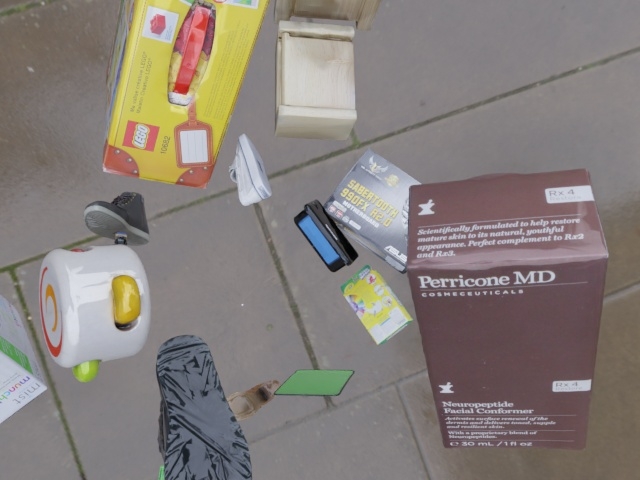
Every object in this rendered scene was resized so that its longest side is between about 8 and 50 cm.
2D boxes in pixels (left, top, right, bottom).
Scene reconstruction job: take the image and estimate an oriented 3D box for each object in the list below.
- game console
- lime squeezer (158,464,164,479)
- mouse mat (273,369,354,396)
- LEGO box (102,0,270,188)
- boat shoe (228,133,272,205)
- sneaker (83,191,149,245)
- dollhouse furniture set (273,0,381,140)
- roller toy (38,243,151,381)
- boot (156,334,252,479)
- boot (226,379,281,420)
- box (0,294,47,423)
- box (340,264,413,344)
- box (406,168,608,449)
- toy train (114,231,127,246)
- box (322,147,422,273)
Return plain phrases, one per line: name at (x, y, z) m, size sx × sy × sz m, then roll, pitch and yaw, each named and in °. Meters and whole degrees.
game console at (0.000, 0.000, 1.031) m, size 0.071 × 0.107 × 0.122 m, roll -37°, pitch 90°, yaw 17°
lime squeezer at (-0.457, 0.753, 1.610) m, size 0.059 × 0.110 × 0.310 m, roll 6°, pitch 66°, yaw 22°
mouse mat at (-0.011, 0.330, 1.424) m, size 0.153 × 0.190 × 0.007 m, roll -3°, pitch 94°, yaw 15°
LEGO box at (-0.242, -0.407, 1.079) m, size 0.193 × 0.500 × 0.372 m, roll 8°, pitch 39°, yaw -25°
boat shoe at (-0.194, -0.185, 1.569) m, size 0.084 × 0.258 × 0.095 m, roll -28°, pitch 128°, yaw 7°
sneaker at (-0.472, -0.071, 1.408) m, size 0.083 × 0.222 × 0.118 m, roll -13°, pitch 71°, yaw 8°
dollhouse furniture set at (0.059, -0.155, 0.323) m, size 0.161 × 0.101 × 0.181 m, roll 1°, pitch 75°, yaw -8°
roller toy at (-0.361, 0.100, 0.994) m, size 0.146 × 0.209 × 0.191 m, roll -6°, pitch 45°, yaw -36°
boot at (-0.152, 0.266, 0.767) m, size 0.094 × 0.207 × 0.246 m, roll -11°, pitch 54°, yaw -18°
boot at (-0.210, 0.454, 1.686) m, size 0.197 × 0.152 × 0.072 m, roll -17°, pitch 74°, yaw -33°
box at (-0.646, 0.173, 1.110) m, size 0.127 × 0.231 × 0.262 m, roll -38°, pitch 46°, yaw -12°
box at (0.135, 0.157, 1.524) m, size 0.105 × 0.043 × 0.179 m, roll -41°, pitch 69°, yaw 16°
box at (0.225, 0.105, 0.741) m, size 0.191 × 0.381 × 0.143 m, roll -5°, pitch 42°, yaw 16°
toy train at (-0.431, 0.028, 1.330) m, size 0.027 × 0.158 × 0.036 m, roll 8°, pitch 55°, yaw -13°
box at (0.144, -0.065, 1.349) m, size 0.231 × 0.056 × 0.183 m, roll 36°, pitch 76°, yaw 7°
